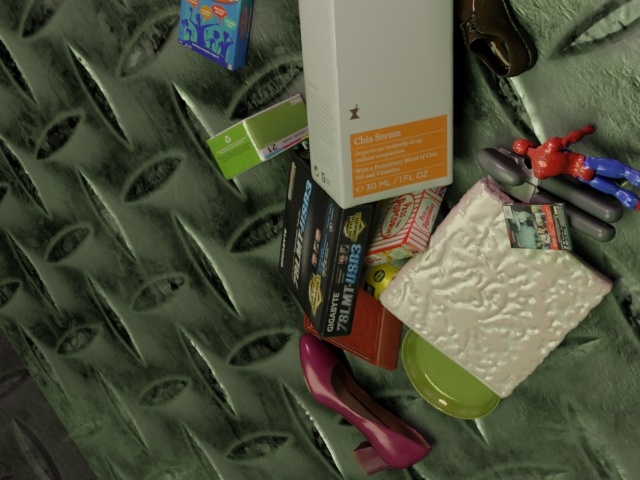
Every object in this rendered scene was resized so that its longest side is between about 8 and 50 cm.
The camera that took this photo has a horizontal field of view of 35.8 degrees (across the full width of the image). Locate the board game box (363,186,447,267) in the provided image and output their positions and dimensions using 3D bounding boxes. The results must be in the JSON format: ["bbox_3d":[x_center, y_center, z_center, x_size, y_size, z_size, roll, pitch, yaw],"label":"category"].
[{"bbox_3d":[0.151,-0.032,1.919,0.045,0.147,0.193,31,156,-22],"label":"board game box"}]

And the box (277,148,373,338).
[{"bbox_3d":[0.000,0.000,2.021,0.293,0.073,0.295,-129,42,-54],"label":"box"}]

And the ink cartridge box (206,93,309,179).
[{"bbox_3d":[-0.074,-0.230,1.991,0.255,0.189,0.097,-23,97,44],"label":"ink cartridge box"}]

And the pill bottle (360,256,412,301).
[{"bbox_3d":[0.157,0.078,2.028,0.208,0.119,0.119,35,133,21],"label":"pill bottle"}]

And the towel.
[{"bbox_3d":[0.322,0.094,1.852,0.317,0.053,0.332,38,119,1],"label":"towel"}]

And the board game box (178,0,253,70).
[{"bbox_3d":[-0.217,-0.481,2.063,0.160,0.047,0.210,30,130,24],"label":"board game box"}]

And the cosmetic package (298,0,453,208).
[{"bbox_3d":[0.100,-0.306,1.737,0.161,0.230,0.453,-132,32,-56],"label":"cosmetic package"}]

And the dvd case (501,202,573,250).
[{"bbox_3d":[0.375,-0.025,1.718,0.119,0.013,0.087,1,115,42],"label":"dvd case"}]

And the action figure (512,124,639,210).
[{"bbox_3d":[0.462,-0.133,1.673,0.280,0.139,0.091,19,127,4],"label":"action figure"}]

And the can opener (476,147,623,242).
[{"bbox_3d":[0.392,-0.080,1.732,0.280,0.093,0.074,33,122,35],"label":"can opener"}]

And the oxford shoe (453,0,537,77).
[{"bbox_3d":[0.271,-0.373,1.677,0.227,0.096,0.083,52,138,6],"label":"oxford shoe"}]

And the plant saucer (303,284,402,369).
[{"bbox_3d":[0.062,0.150,2.203,0.259,0.048,0.258,24,129,27],"label":"plant saucer"}]

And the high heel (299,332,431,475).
[{"bbox_3d":[0.100,0.354,2.265,0.181,0.127,0.377,-28,98,31],"label":"high heel"}]

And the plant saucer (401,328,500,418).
[{"bbox_3d":[0.282,0.265,2.090,0.241,0.037,0.241,20,126,30],"label":"plant saucer"}]
